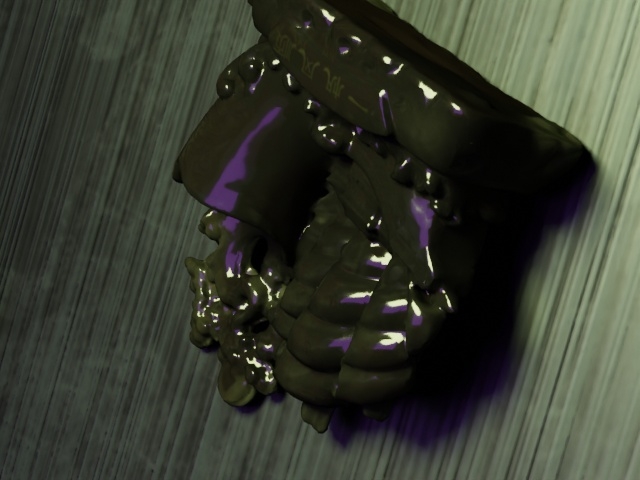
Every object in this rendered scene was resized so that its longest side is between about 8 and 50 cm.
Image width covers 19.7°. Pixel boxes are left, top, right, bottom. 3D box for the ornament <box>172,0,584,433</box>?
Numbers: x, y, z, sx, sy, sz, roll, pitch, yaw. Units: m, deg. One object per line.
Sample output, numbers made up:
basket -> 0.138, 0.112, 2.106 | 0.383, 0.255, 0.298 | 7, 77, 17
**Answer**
ornament -> 0.000, 0.000, 1.024 | 0.251, 0.106, 0.260 | 41, 114, 45
